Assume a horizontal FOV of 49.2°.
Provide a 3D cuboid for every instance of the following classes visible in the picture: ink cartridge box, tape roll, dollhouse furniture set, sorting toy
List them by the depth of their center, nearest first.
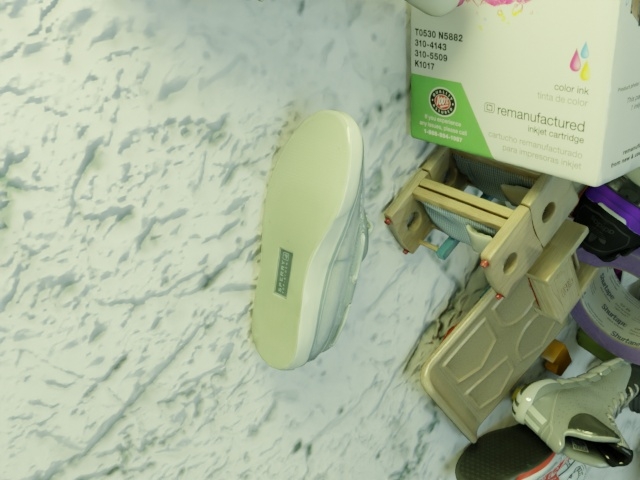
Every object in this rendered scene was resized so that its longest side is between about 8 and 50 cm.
[{"bbox_3d":[0.180,-0.210,0.569,0.117,0.201,0.278,-22,121,-33],"label":"ink cartridge box"},{"bbox_3d":[0.177,0.006,0.711,0.129,0.129,0.184,-49,135,-14],"label":"dollhouse furniture set"},{"bbox_3d":[0.236,0.144,0.890,0.229,0.041,0.307,-50,139,-9],"label":"sorting toy"},{"bbox_3d":[0.410,0.065,0.899,0.080,0.189,0.189,-36,128,-24],"label":"tape roll"}]

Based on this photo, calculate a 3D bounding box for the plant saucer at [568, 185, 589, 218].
[{"bbox_3d":[0.334,-0.069,0.897,0.083,0.013,0.083,-19,120,-36],"label":"plant saucer"}]

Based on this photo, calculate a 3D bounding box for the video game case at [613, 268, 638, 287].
[{"bbox_3d":[0.492,-0.067,1.018,0.210,0.042,0.232,-20,120,-35],"label":"video game case"}]

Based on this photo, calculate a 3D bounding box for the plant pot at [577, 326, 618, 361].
[{"bbox_3d":[0.423,0.147,1.022,0.083,0.079,0.083,-17,118,-35],"label":"plant pot"}]

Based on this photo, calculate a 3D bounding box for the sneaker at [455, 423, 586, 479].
[{"bbox_3d":[0.291,0.321,0.972,0.270,0.090,0.145,-22,119,-37],"label":"sneaker"}]

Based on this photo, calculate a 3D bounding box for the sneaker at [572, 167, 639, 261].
[{"bbox_3d":[0.360,-0.051,0.817,0.293,0.102,0.146,-17,143,-53],"label":"sneaker"}]

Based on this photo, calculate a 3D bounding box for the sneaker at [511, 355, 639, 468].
[{"bbox_3d":[0.373,0.232,0.904,0.228,0.132,0.086,-11,124,-19],"label":"sneaker"}]

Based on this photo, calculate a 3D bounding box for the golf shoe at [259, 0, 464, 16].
[{"bbox_3d":[-0.022,-0.212,0.469,0.306,0.115,0.140,20,104,-38],"label":"golf shoe"}]

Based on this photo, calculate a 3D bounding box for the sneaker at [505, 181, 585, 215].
[{"bbox_3d":[0.294,-0.112,0.800,0.235,0.090,0.095,-60,145,-1],"label":"sneaker"}]

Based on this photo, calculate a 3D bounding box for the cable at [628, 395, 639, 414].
[{"bbox_3d":[0.515,0.201,1.165,0.287,0.072,0.139,44,60,-55],"label":"cable"}]

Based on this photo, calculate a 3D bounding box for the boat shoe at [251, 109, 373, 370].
[{"bbox_3d":[0.001,0.001,0.597,0.081,0.079,0.228,-9,119,-49],"label":"boat shoe"}]
